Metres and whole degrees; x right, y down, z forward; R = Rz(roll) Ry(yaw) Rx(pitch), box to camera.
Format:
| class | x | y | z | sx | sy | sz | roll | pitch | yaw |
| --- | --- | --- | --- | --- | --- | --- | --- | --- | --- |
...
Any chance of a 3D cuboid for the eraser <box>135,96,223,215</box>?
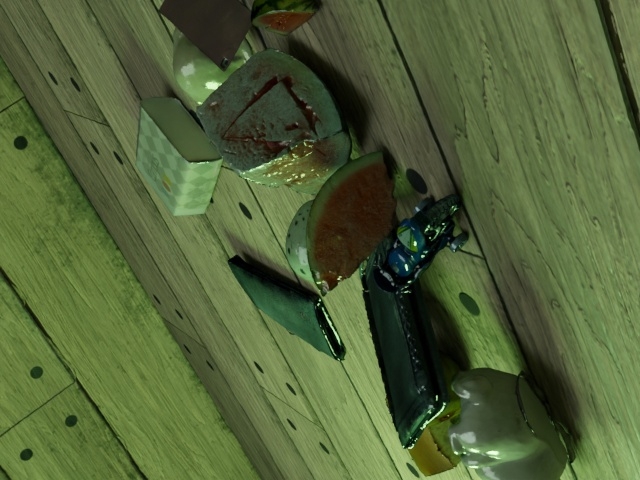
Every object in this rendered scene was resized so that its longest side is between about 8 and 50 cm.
| class | x | y | z | sx | sy | sz | roll | pitch | yaw |
| --- | --- | --- | --- | --- | --- | --- | --- | --- | --- |
| eraser | -0.342 | -0.187 | 2.438 | 0.213 | 0.082 | 0.397 | 52 | 161 | 5 |

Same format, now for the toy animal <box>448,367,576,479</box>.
| class | x | y | z | sx | sy | sz | roll | pitch | yaw |
| --- | --- | --- | --- | --- | --- | --- | --- | --- | --- |
| toy animal | 0.317 | 0.348 | 1.690 | 0.154 | 0.208 | 0.325 | -22 | 96 | 29 |

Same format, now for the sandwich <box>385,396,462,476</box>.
| class | x | y | z | sx | sy | sz | roll | pitch | yaw |
| --- | --- | --- | --- | --- | --- | --- | --- | --- | --- |
| sandwich | 0.246 | 0.395 | 2.061 | 0.186 | 0.108 | 0.220 | 23 | 143 | 56 |

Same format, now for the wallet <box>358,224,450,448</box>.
| class | x | y | z | sx | sy | sz | roll | pitch | yaw |
| --- | --- | --- | --- | --- | --- | --- | --- | --- | --- |
| wallet | 0.142 | 0.161 | 1.780 | 0.237 | 0.075 | 0.342 | 109 | 151 | -60 |

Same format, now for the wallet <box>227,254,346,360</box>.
| class | x | y | z | sx | sy | sz | roll | pitch | yaw |
| --- | --- | --- | --- | --- | --- | --- | --- | --- | --- |
| wallet | -0.086 | 0.157 | 2.501 | 0.379 | 0.046 | 0.191 | 25 | 148 | 52 |

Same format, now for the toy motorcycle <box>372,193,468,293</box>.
| class | x | y | z | sx | sy | sz | roll | pitch | yaw |
| --- | --- | --- | --- | --- | --- | --- | --- | --- | --- |
| toy motorcycle | 0.146 | 0.010 | 1.586 | 0.092 | 0.135 | 0.254 | 48 | 160 | 15 |

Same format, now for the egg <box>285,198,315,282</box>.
| class | x | y | z | sx | sy | sz | roll | pitch | yaw |
| --- | --- | --- | --- | --- | --- | --- | --- | --- | --- |
| egg | 0.000 | 0.000 | 1.938 | 0.131 | 0.131 | 0.164 | 34 | 130 | 43 |

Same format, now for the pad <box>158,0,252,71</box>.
| class | x | y | z | sx | sy | sz | roll | pitch | yaw |
| --- | --- | --- | --- | --- | --- | --- | --- | --- | --- |
| pad | -0.194 | -0.387 | 1.766 | 0.188 | 0.006 | 0.113 | 44 | 115 | 23 |

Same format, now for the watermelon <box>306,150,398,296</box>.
| class | x | y | z | sx | sy | sz | roll | pitch | yaw |
| --- | --- | --- | --- | --- | --- | --- | --- | --- | --- |
| watermelon | 0.037 | -0.029 | 1.667 | 0.128 | 0.231 | 0.146 | 42 | 172 | 0 |

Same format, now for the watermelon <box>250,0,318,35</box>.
| class | x | y | z | sx | sy | sz | roll | pitch | yaw |
| --- | --- | --- | --- | --- | --- | --- | --- | --- | --- |
| watermelon | -0.072 | -0.350 | 1.565 | 0.087 | 0.069 | 0.163 | 56 | 162 | -7 |

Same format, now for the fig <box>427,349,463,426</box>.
| class | x | y | z | sx | sy | sz | roll | pitch | yaw |
| --- | --- | --- | --- | --- | --- | --- | --- | --- | --- |
| fig | 0.183 | 0.252 | 1.909 | 0.186 | 0.142 | 0.148 | 41 | 156 | 29 |

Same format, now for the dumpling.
| class | x | y | z | sx | sy | sz | roll | pitch | yaw |
| --- | --- | --- | --- | --- | --- | --- | --- | --- | --- |
| dumpling | -0.183 | -0.314 | 1.844 | 0.155 | 0.111 | 0.181 | -2 | 154 | 32 |

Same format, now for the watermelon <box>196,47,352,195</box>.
| class | x | y | z | sx | sy | sz | roll | pitch | yaw |
| --- | --- | --- | --- | --- | --- | --- | --- | --- | --- |
| watermelon | -0.071 | -0.164 | 1.690 | 0.213 | 0.201 | 0.262 | 55 | 166 | 21 |
